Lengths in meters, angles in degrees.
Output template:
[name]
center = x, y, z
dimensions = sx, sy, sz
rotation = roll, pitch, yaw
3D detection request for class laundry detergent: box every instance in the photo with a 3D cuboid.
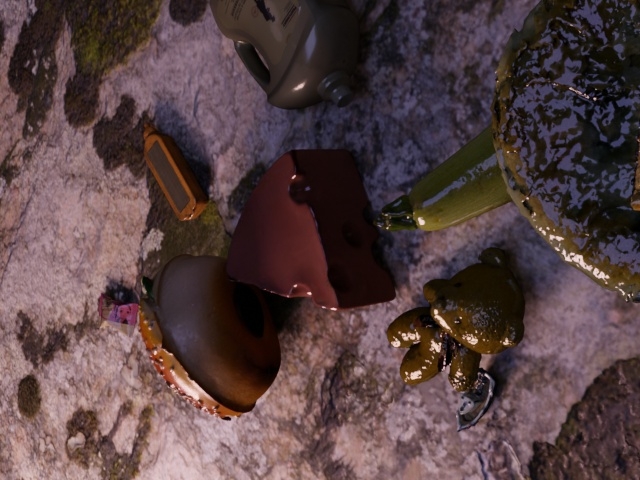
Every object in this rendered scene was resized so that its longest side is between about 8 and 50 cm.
[laundry detergent]
center = -0.036, -0.263, 1.251
dimensions = 0.181, 0.091, 0.253
rotation = -50, 62, 35

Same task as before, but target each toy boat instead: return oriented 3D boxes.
[toy boat]
center = 0.175, 0.184, 1.137
dimensions = 0.038, 0.038, 0.083
rotation = 35, 115, 35

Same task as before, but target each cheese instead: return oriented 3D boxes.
[cheese]
center = -0.010, -0.025, 1.224
dimensions = 0.203, 0.128, 0.176
rotation = 14, 103, 42

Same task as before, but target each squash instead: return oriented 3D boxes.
[squash]
center = 0.153, -0.059, 1.112
dimensions = 0.200, 0.075, 0.090
rotation = -31, 91, 17

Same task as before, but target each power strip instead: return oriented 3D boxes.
[power strip]
center = -0.221, -0.105, 1.473
dimensions = 0.049, 0.028, 0.178
rotation = -48, 63, 34

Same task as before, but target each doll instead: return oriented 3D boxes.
[doll]
center = 0.141, 0.097, 1.120
dimensions = 0.209, 0.097, 0.137
rotation = -41, 49, 42

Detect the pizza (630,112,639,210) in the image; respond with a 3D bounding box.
[pizza]
center = 0.327, -0.091, 0.862
dimensions = 0.160, 0.036, 0.099
rotation = -34, 76, 26

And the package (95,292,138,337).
[package]
center = -0.327, 0.120, 1.589
dimensions = 0.083, 0.029, 0.059
rotation = 11, 94, 30

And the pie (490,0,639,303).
[pie]
center = 0.307, -0.114, 0.936
dimensions = 0.297, 0.078, 0.371
rotation = -30, 76, 27

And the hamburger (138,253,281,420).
[hamburger]
center = -0.145, 0.126, 1.308
dimensions = 0.147, 0.237, 0.236
rotation = -26, 76, 17
